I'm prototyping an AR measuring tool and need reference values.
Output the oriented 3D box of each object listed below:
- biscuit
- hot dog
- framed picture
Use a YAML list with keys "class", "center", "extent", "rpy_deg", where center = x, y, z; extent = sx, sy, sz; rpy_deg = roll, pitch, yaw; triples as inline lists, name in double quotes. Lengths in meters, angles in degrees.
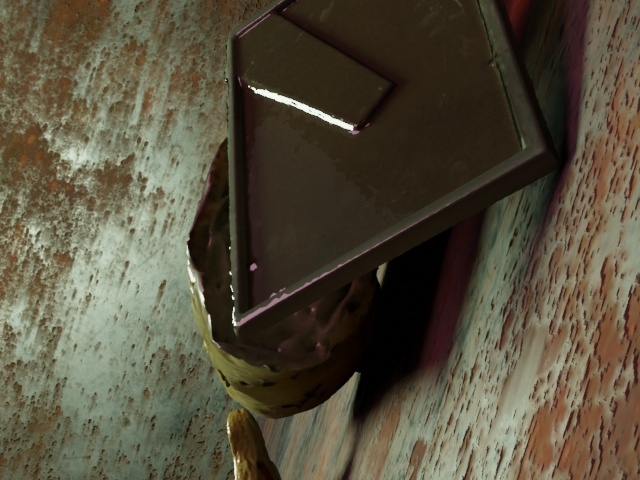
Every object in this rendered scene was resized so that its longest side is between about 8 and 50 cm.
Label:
- class: "biscuit"
  center: [-0.045, 0.271, 0.877]
  extent: [0.234, 0.030, 0.153]
  rpy_deg: [-99, -9, -50]
- class: "hot dog"
  center: [-0.005, -0.015, 0.914]
  extent: [0.365, 0.196, 0.367]
  rpy_deg: [121, 171, -69]
- class: "framed picture"
  center: [0.024, -0.097, 0.640]
  extent: [0.213, 0.016, 0.289]
  rpy_deg: [-31, 42, 24]
